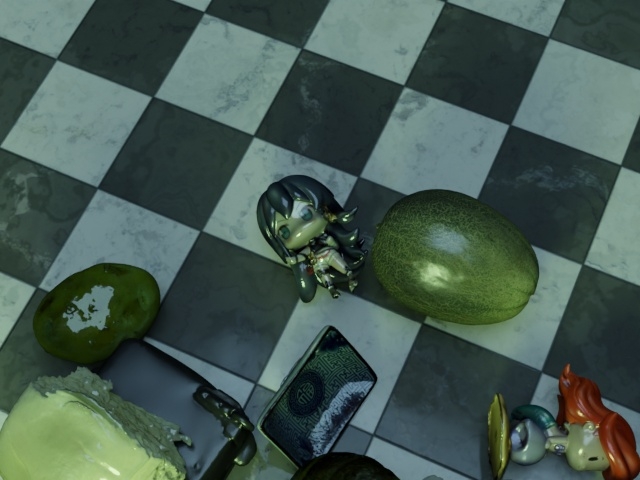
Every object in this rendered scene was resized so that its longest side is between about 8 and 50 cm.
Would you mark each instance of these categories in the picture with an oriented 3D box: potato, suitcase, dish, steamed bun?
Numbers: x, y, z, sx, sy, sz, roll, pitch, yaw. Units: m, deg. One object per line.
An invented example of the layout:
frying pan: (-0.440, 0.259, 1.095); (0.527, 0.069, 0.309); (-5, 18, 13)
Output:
potato: (-0.433, 0.142, 2.044); (0.253, 0.148, 0.186); (-19, 82, -16)
suitcase: (-0.329, 0.385, 1.905); (0.339, 0.188, 0.345); (32, 72, 13)
dish: (-0.021, 0.296, 1.977); (0.080, 0.182, 0.243); (10, 57, 49)
steamed bun: (-0.388, 0.340, 1.699); (0.290, 0.272, 0.273); (32, 71, 23)

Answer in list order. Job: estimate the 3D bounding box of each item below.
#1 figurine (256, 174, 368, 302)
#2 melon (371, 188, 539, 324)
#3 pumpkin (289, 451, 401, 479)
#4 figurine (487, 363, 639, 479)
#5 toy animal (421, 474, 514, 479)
figurine: (-0.014, -0.005, 2.074); (0.175, 0.197, 0.265); (-26, 87, -11)
melon: (0.258, 0.035, 2.016); (0.329, 0.248, 0.248); (22, 68, 4)
pumpkin: (0.054, 0.517, 1.777); (0.192, 0.320, 0.320); (-16, 61, -42)
figurine: (0.442, 0.344, 1.907); (0.257, 0.181, 0.208); (1, 21, -1)
toy animal: (0.308, 0.517, 1.837); (0.265, 0.206, 0.271); (-15, 46, -19)
